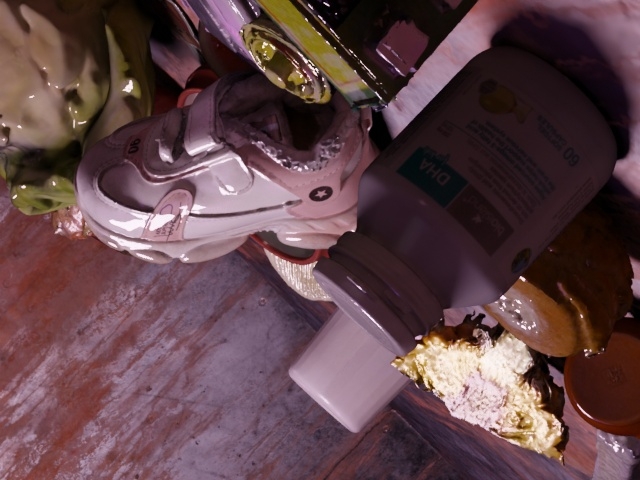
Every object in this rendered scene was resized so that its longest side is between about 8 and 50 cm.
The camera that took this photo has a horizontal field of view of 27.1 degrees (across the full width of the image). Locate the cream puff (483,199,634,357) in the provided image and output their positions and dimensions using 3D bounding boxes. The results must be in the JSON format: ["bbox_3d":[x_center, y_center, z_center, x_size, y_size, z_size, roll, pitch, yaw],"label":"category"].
[{"bbox_3d":[0.188,0.016,1.090,0.150,0.115,0.165,31,158,28],"label":"cream puff"}]

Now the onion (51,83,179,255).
[{"bbox_3d":[-0.306,-0.124,2.280,0.353,0.353,0.353,43,172,7],"label":"onion"}]

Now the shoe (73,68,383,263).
[{"bbox_3d":[-0.099,-0.100,1.426,0.198,0.351,0.172,83,-177,-57],"label":"shoe"}]

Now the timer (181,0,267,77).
[{"bbox_3d":[-0.084,-0.238,1.292,0.191,0.069,0.208,40,173,42],"label":"timer"}]

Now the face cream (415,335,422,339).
[{"bbox_3d":[0.211,0.203,2.168,0.198,0.057,0.084,44,171,-10],"label":"face cream"}]

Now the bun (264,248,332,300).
[{"bbox_3d":[0.000,0.000,1.978,0.183,0.102,0.183,30,139,30],"label":"bun"}]

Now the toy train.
[{"bbox_3d":[-0.013,-0.203,0.907,0.261,0.134,0.177,45,164,-16],"label":"toy train"}]

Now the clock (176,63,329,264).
[{"bbox_3d":[-0.075,-0.105,1.814,0.318,0.080,0.318,40,155,23],"label":"clock"}]

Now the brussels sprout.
[{"bbox_3d":[-0.396,-0.258,1.855,0.425,0.342,0.361,48,-161,-1],"label":"brussels sprout"}]

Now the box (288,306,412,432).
[{"bbox_3d":[0.051,0.218,2.506,0.291,0.206,0.262,42,172,-6],"label":"box"}]

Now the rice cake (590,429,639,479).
[{"bbox_3d":[0.374,0.265,1.636,0.064,0.070,0.399,42,172,20],"label":"rice cake"}]

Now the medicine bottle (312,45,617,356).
[{"bbox_3d":[0.098,-0.024,0.955,0.135,0.215,0.135,43,172,8],"label":"medicine bottle"}]

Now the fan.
[{"bbox_3d":[-0.188,-0.281,1.792,0.132,0.009,0.220,41,171,36],"label":"fan"}]

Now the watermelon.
[{"bbox_3d":[-0.089,-0.206,1.479,0.163,0.069,0.087,45,173,-23],"label":"watermelon"}]

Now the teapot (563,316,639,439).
[{"bbox_3d":[0.286,0.121,1.240,0.116,0.116,0.173,83,166,-78],"label":"teapot"}]

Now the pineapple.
[{"bbox_3d":[0.231,0.137,1.654,0.250,0.140,0.164,23,122,25],"label":"pineapple"}]
